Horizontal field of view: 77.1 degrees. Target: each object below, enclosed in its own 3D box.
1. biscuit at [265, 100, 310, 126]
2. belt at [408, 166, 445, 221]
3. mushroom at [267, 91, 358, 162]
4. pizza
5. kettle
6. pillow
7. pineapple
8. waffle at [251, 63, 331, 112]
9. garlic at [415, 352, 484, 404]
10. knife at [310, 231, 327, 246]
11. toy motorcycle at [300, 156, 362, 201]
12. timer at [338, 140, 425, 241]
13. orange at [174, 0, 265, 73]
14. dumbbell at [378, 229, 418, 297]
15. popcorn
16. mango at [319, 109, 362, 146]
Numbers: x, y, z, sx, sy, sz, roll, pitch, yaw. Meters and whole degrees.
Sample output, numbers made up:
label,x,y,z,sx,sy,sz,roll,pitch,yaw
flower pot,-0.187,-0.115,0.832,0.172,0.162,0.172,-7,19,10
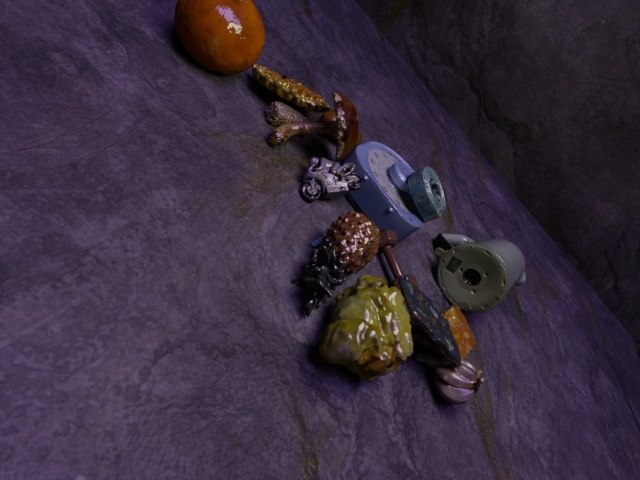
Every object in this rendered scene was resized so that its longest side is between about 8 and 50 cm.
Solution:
label,x,y,z,sx,sy,sz,roll,pitch,yaw
biscuit,-0.109,-0.426,1.394,0.168,0.070,0.082,8,62,-44
belt,0.377,-0.172,1.406,0.163,0.082,0.147,55,43,-19
mushroom,-0.002,-0.402,1.345,0.302,0.208,0.233,17,43,-25
pizza,0.390,0.304,1.283,0.297,0.071,0.189,-5,63,-47
kettle,0.610,0.089,1.598,0.361,0.250,0.377,35,26,30
pillow,0.315,0.224,1.150,0.255,0.034,0.189,44,24,-20
pineapple,0.033,0.060,1.078,0.169,0.169,0.340,47,50,-4
waffle,-0.106,-0.542,1.453,0.309,0.065,0.283,30,22,-7
garlic,0.364,0.393,1.163,0.194,0.127,0.131,25,17,8
knife,0.000,0.000,1.191,0.027,0.010,0.096,55,39,5
toy motorcycle,0.022,-0.210,1.306,0.225,0.073,0.152,-17,72,-24
timer,0.264,-0.204,1.504,0.395,0.173,0.395,26,43,-27
orange,-0.311,-0.672,1.268,0.284,0.226,0.283,22,52,-31
dumbbell,0.239,0.075,1.312,0.092,0.082,0.230,6,55,-42
popcorn,0.126,0.229,0.994,0.225,0.174,0.286,49,35,-11
mango,0.089,-0.435,1.587,0.227,0.099,0.136,21,39,-46
